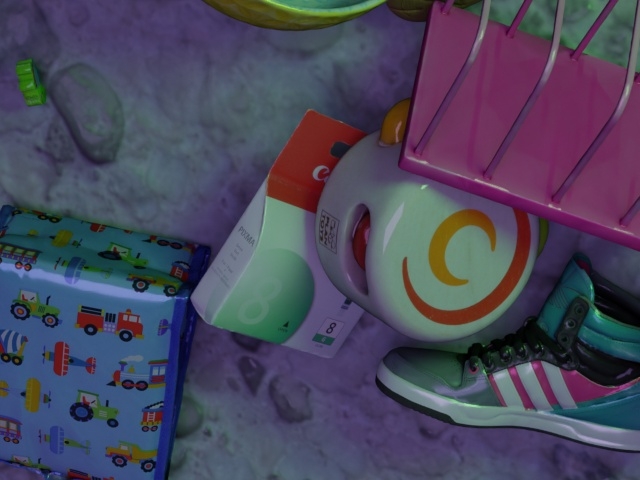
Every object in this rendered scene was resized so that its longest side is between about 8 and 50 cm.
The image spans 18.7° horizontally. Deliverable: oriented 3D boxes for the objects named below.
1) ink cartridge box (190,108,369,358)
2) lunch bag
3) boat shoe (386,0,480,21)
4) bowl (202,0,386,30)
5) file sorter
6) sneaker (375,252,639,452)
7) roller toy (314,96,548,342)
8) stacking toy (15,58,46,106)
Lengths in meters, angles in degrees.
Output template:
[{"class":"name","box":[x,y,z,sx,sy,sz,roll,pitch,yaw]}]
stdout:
[{"class":"ink cartridge box","box":[0.000,0.000,1.895,0.225,0.181,0.056,-56,47,15]},{"class":"lunch bag","box":[-0.251,0.138,1.991,0.221,0.138,0.293,12,113,3]},{"class":"boat shoe","box":[0.184,-0.300,1.835,0.277,0.098,0.096,-17,61,15]},{"class":"bowl","box":[-0.057,-0.310,1.822,0.289,0.289,0.156,47,147,-4]},{"class":"file sorter","box":[0.248,-0.144,1.745,0.290,0.202,0.182,19,142,-8]},{"class":"sneaker","box":[0.211,0.096,1.902,0.295,0.124,0.178,9,109,-2]},{"class":"roller toy","box":[0.097,-0.013,1.854,0.191,0.146,0.209,-48,125,-7]},{"class":"stacking toy","box":[-0.378,-0.226,1.962,0.167,0.052,0.221,-10,102,12]}]
